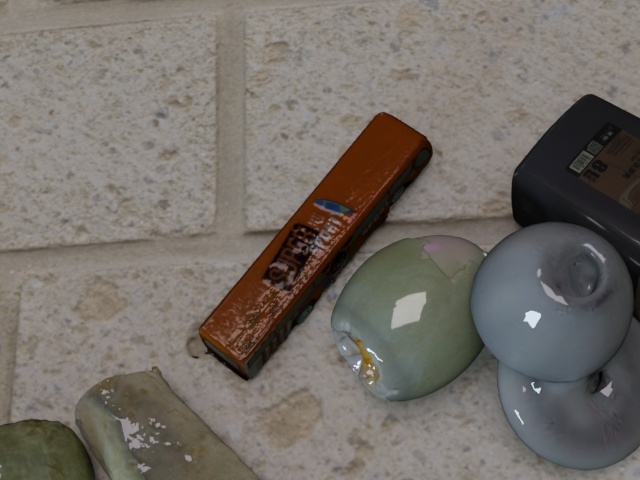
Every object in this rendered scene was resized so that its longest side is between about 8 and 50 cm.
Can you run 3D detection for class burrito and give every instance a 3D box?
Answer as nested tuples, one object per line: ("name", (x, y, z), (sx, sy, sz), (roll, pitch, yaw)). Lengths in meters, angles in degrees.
("burrito", (-0.174, 0.286, 1.315), (0.143, 0.105, 0.299), (-40, 66, -15))

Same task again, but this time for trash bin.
("trash bin", (0.399, -0.034, 1.348), (0.290, 0.182, 0.209), (37, 76, 26))

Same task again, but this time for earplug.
("earplug", (0.294, 0.120, 1.245), (0.214, 0.325, 0.175), (-40, 32, -19))

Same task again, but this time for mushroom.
("mushroom", (-0.412, 0.327, 1.292), (0.267, 0.164, 0.189), (-15, 64, 0))

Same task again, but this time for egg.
("egg", (0.126, 0.086, 1.325), (0.217, 0.183, 0.183), (-33, 66, -16))

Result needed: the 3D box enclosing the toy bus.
("toy bus", (0.000, 0.000, 1.424), (0.093, 0.092, 0.408), (35, 76, 17))
